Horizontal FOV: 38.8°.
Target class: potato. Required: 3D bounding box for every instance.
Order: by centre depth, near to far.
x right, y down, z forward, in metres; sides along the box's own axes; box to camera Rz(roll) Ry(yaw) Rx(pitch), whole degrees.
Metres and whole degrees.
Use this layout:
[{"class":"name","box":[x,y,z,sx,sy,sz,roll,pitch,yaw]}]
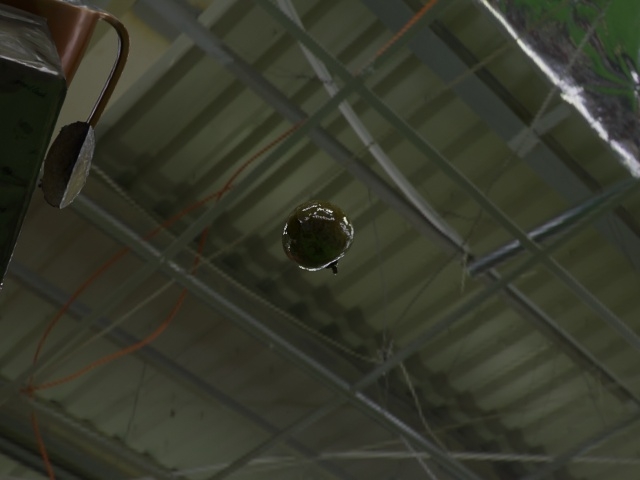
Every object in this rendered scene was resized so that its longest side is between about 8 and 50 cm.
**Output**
[{"class":"potato","box":[-0.262,-0.080,0.947,0.037,0.036,0.093,21,-89,17]}]

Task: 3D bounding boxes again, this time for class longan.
[{"class":"longan","box":[0.000,0.000,0.922,0.075,0.075,0.083,-25,-64,17]}]

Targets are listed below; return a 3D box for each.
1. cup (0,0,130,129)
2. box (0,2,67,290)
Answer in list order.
[{"class":"cup","box":[-0.367,-0.207,1.129,0.226,0.182,0.263,14,-76,-23]},{"class":"box","box":[-0.376,-0.121,0.886,0.191,0.297,0.225,15,-72,-24]}]
